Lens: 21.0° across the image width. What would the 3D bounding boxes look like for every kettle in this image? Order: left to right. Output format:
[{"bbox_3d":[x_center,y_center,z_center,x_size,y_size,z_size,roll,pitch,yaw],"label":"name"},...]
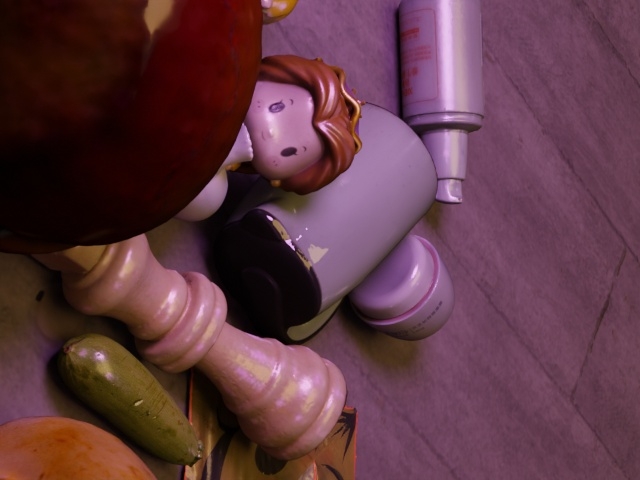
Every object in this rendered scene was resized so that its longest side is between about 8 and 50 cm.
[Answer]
[{"bbox_3d":[0.000,0.000,1.860,0.236,0.161,0.221,-47,149,-40],"label":"kettle"}]

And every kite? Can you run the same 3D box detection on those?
[{"bbox_3d":[-0.043,0.272,1.865,0.327,0.013,0.377,-41,112,-44],"label":"kite"}]

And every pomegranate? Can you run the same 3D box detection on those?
[{"bbox_3d":[-0.235,0.265,1.489,0.233,0.233,0.233,9,78,-48],"label":"pomegranate"}]

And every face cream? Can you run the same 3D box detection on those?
[{"bbox_3d":[0.092,0.052,1.974,0.104,0.117,0.117,45,53,-47],"label":"face cream"},{"bbox_3d":[0.147,-0.167,2.080,0.101,0.101,0.252,5,81,-49],"label":"face cream"}]

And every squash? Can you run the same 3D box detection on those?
[{"bbox_3d":[-0.181,0.158,1.682,0.201,0.066,0.066,47,52,-34],"label":"squash"}]

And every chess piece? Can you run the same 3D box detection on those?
[{"bbox_3d":[-0.139,0.076,1.707,0.397,0.117,0.117,40,56,-34],"label":"chess piece"}]

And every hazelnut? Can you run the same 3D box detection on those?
[{"bbox_3d":[-0.223,-0.209,1.449,0.402,0.402,0.429,-16,84,-49],"label":"hazelnut"}]

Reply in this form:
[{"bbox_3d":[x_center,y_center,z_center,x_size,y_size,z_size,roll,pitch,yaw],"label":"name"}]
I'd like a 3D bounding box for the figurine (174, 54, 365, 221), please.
[{"bbox_3d":[-0.075,-0.104,1.713,0.263,0.189,0.142,-17,103,-12],"label":"figurine"}]

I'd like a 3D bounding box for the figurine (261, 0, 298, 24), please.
[{"bbox_3d":[-0.105,-0.242,1.761,0.234,0.127,0.185,1,90,-41],"label":"figurine"}]
